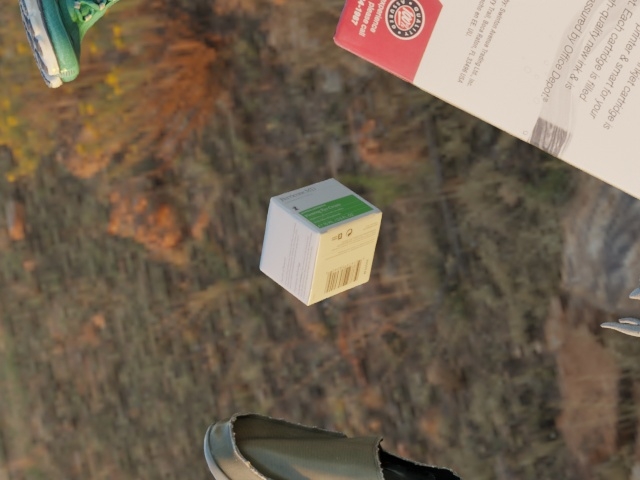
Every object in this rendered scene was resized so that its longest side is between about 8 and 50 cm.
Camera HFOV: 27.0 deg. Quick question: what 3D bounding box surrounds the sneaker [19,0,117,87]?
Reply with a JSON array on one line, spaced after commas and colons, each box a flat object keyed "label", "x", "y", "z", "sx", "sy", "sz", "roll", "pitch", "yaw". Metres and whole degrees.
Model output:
[{"label": "sneaker", "x": -0.243, "y": -0.265, "z": 1.345, "sx": 0.107, "sy": 0.110, "sz": 0.275, "roll": 86, "pitch": -177, "yaw": -47}]

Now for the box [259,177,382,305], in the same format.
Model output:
[{"label": "box", "x": 0.000, "y": 0.000, "z": 1.512, "sx": 0.087, "sy": 0.101, "sz": 0.102, "roll": 35, "pitch": 130, "yaw": 35}]

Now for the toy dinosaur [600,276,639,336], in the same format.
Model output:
[{"label": "toy dinosaur", "x": 0.348, "y": 0.112, "z": 1.010, "sx": 0.160, "sy": 0.121, "sz": 0.313, "roll": -51, "pitch": 26, "yaw": 22}]

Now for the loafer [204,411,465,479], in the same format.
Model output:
[{"label": "loafer", "x": 0.020, "y": 0.198, "z": 1.164, "sx": 0.087, "sy": 0.251, "sz": 0.094, "roll": -57, "pitch": 23, "yaw": 33}]

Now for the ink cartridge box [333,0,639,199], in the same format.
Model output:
[{"label": "ink cartridge box", "x": 0.172, "y": -0.160, "z": 0.825, "sx": 0.273, "sy": 0.114, "sz": 0.197, "roll": 29, "pitch": 133, "yaw": 8}]
